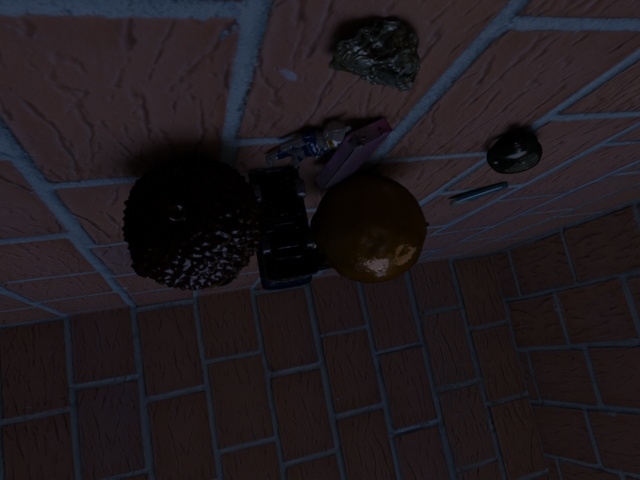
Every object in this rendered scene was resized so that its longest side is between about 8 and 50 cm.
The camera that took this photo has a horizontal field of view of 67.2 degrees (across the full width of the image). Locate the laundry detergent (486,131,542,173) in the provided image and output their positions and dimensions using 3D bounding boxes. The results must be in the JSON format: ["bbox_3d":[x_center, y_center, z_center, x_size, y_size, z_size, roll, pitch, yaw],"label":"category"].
[{"bbox_3d":[0.521,-0.241,1.306,0.144,0.078,0.221,-12,170,26],"label":"laundry detergent"}]

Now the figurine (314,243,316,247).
[{"bbox_3d":[-0.002,-0.003,1.909,0.177,0.109,0.130,3,-156,4],"label":"figurine"}]

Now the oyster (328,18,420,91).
[{"bbox_3d":[0.096,-0.283,0.753,0.177,0.064,0.125,-4,171,-25],"label":"oyster"}]

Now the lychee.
[{"bbox_3d":[-0.273,-0.032,1.054,0.305,0.306,0.330,-12,164,4],"label":"lychee"}]

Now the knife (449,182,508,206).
[{"bbox_3d":[0.594,-0.175,1.816,0.221,0.032,0.064,-19,162,22],"label":"knife"}]

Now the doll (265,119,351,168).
[{"bbox_3d":[-0.022,-0.204,1.043,0.113,0.057,0.227,3,164,-40],"label":"doll"}]

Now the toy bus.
[{"bbox_3d":[-0.101,-0.029,1.231,0.138,0.288,0.175,-8,167,-12],"label":"toy bus"}]

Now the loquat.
[{"bbox_3d":[0.135,-0.032,1.361,0.328,0.329,0.328,-10,169,-2],"label":"loquat"}]

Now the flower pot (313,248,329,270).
[{"bbox_3d":[-0.063,0.061,2.034,0.235,0.148,0.235,-8,175,-1],"label":"flower pot"}]

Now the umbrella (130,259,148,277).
[{"bbox_3d":[-0.626,0.068,1.716,0.094,0.090,0.326,-2,166,-23],"label":"umbrella"}]

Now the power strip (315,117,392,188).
[{"bbox_3d":[0.071,-0.195,1.128,0.109,0.038,0.279,-30,176,-21],"label":"power strip"}]

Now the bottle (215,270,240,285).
[{"bbox_3d":[-0.434,0.098,1.855,0.171,0.172,0.351,-13,170,12],"label":"bottle"}]
